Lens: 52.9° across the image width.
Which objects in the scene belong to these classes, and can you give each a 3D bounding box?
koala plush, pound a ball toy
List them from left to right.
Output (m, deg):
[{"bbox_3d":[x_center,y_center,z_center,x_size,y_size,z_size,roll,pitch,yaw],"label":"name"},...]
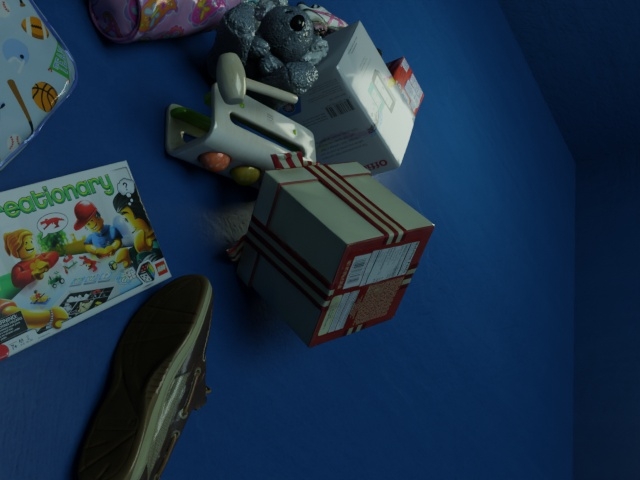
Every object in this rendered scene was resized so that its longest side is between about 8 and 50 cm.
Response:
[{"bbox_3d":[-0.121,-0.178,1.137,0.319,0.208,0.136,18,63,-51],"label":"pound a ball toy"},{"bbox_3d":[-0.091,-0.369,1.225,0.196,0.203,0.221,40,59,-14],"label":"koala plush"}]

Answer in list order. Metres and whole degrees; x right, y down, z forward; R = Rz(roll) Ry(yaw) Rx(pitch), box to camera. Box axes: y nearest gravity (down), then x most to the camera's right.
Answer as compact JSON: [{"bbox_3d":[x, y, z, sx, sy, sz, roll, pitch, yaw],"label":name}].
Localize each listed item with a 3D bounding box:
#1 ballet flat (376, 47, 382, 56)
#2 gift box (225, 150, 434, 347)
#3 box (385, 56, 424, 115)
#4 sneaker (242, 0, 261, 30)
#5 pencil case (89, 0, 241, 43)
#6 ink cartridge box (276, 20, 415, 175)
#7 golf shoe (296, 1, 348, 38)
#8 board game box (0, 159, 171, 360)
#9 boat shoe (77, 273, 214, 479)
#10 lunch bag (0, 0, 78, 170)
[{"bbox_3d":[0.123,-0.480,1.738,0.173,0.057,0.049,-58,165,-45],"label":"ballet flat"},{"bbox_3d":[0.000,0.000,1.132,0.276,0.255,0.258,-5,38,-44],"label":"gift box"},{"bbox_3d":[0.165,-0.348,1.670,0.128,0.122,0.257,54,40,-27],"label":"box"},{"bbox_3d":[-0.156,-0.528,1.286,0.110,0.122,0.283,-10,87,-55],"label":"sneaker"},{"bbox_3d":[-0.260,-0.414,1.109,0.284,0.124,0.124,-39,110,-53],"label":"pencil case"},{"bbox_3d":[0.051,-0.292,1.427,0.270,0.198,0.197,53,40,-31],"label":"ink cartridge box"},{"bbox_3d":[0.010,-0.538,1.571,0.186,0.067,0.086,-15,89,-55],"label":"golf shoe"},{"bbox_3d":[-0.356,0.016,0.873,0.305,0.053,0.193,-31,103,-54],"label":"board game box"},{"bbox_3d":[-0.228,0.213,0.942,0.123,0.123,0.342,58,36,-46],"label":"boat shoe"},{"bbox_3d":[-0.442,-0.209,0.757,0.243,0.114,0.303,59,37,-37],"label":"lunch bag"}]
